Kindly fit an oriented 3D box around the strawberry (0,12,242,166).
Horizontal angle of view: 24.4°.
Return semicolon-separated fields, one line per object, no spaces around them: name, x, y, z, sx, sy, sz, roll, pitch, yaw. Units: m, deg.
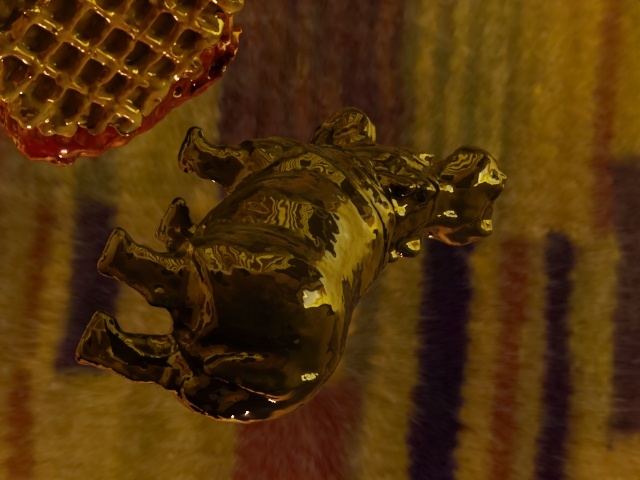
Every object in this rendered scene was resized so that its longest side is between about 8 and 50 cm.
strawberry;-0.186;-0.159;1.256;0.205;0.205;0.244;18;54;0

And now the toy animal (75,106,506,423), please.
toy animal;-0.012;-0.010;0.927;0.168;0.343;0.106;29;124;16

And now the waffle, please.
waffle;-0.138;-0.148;0.963;0.191;0.191;0.038;-38;51;-4
